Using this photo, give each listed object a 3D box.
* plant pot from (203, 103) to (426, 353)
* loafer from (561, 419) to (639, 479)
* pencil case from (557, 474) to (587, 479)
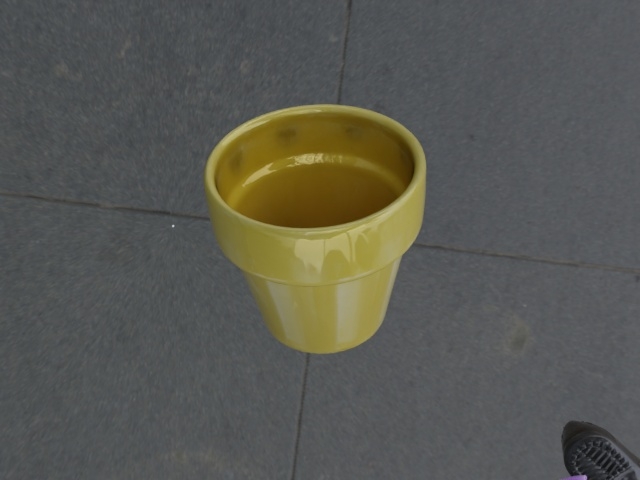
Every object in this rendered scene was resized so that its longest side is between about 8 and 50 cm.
[{"bbox_3d":[0.000,0.000,0.978,0.254,0.254,0.239,-13,130,-10],"label":"plant pot"},{"bbox_3d":[0.352,0.278,0.918,0.080,0.078,0.220,-36,107,14],"label":"loafer"},{"bbox_3d":[0.127,0.223,0.385,0.086,0.206,0.088,-28,109,32],"label":"pencil case"}]
